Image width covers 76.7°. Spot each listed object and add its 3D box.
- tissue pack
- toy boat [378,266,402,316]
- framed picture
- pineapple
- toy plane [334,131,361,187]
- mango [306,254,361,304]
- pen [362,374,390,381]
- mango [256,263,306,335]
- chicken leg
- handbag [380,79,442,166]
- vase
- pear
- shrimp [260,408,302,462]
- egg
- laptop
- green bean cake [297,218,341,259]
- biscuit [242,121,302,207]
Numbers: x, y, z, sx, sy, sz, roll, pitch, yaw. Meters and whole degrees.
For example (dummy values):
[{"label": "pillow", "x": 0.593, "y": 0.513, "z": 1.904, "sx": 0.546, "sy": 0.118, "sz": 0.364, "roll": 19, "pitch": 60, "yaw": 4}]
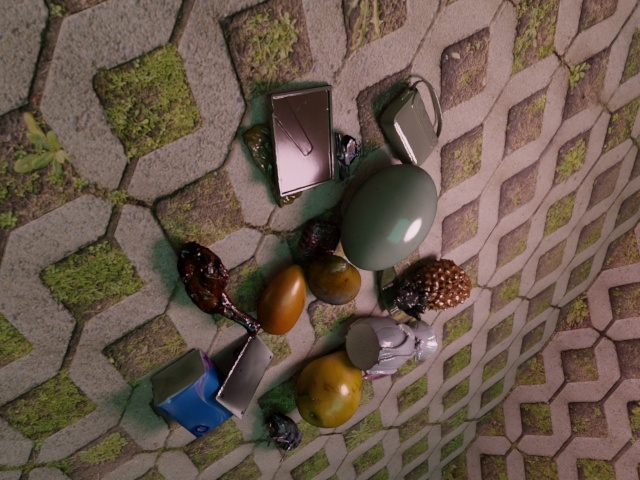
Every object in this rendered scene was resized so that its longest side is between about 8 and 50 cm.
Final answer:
[{"label": "tissue pack", "x": -0.430, "y": 0.541, "z": 1.425, "sx": 0.198, "sy": 0.146, "sz": 0.264, "roll": -32, "pitch": 130, "yaw": -9}, {"label": "toy boat", "x": 0.291, "y": 0.200, "z": 1.704, "sx": 0.093, "sy": 0.055, "sz": 0.293, "roll": -27, "pitch": 130, "yaw": -13}, {"label": "framed picture", "x": -0.047, "y": -0.286, "z": 1.176, "sx": 0.211, "sy": 0.020, "sz": 0.290, "roll": -22, "pitch": 124, "yaw": -31}, {"label": "pineapple", "x": 0.435, "y": 0.219, "z": 1.685, "sx": 0.356, "sy": 0.223, "sz": 0.223, "roll": -20, "pitch": 127, "yaw": -24}, {"label": "toy plane", "x": 0.084, "y": -0.260, "z": 1.286, "sx": 0.078, "sy": 0.053, "sz": 0.197, "roll": -26, "pitch": 135, "yaw": -23}, {"label": "mango", "x": 0.047, "y": 0.135, "z": 1.410, "sx": 0.192, "sy": 0.146, "sz": 0.316, "roll": -1, "pitch": 156, "yaw": 5}, {"label": "pen", "x": 0.281, "y": 0.666, "z": 2.007, "sx": 0.197, "sy": 0.032, "sz": 0.053, "roll": -3, "pitch": 120, "yaw": -31}, {"label": "mango", "x": -0.125, "y": 0.199, "z": 1.400, "sx": 0.187, "sy": 0.138, "sz": 0.257, "roll": -15, "pitch": 132, "yaw": -37}, {"label": "chicken leg", "x": -0.321, "y": 0.163, "z": 1.270, "sx": 0.157, "sy": 0.096, "sz": 0.407, "roll": -16, "pitch": 124, "yaw": 17}, {"label": "handbag", "x": 0.320, "y": -0.390, "z": 1.343, "sx": 0.219, "sy": 0.079, "sz": 0.256, "roll": -48, "pitch": 132, "yaw": -10}, {"label": "vase", "x": 0.319, "y": 0.441, "z": 1.753, "sx": 0.445, "sy": 0.250, "sz": 0.250, "roll": 8, "pitch": 114, "yaw": -43}, {"label": "pear", "x": 0.042, "y": 0.618, "z": 1.705, "sx": 0.285, "sy": 0.284, "sz": 0.336, "roll": -65, "pitch": 168, "yaw": 17}, {"label": "shrimp", "x": -0.166, "y": 0.851, "z": 1.765, "sx": 0.137, "sy": 0.172, "sz": 0.372, "roll": -34, "pitch": 138, "yaw": -1}, {"label": "egg", "x": 0.224, "y": -0.075, "z": 1.343, "sx": 0.276, "sy": 0.276, "sz": 0.389, "roll": 36, "pitch": 92, "yaw": -41}, {"label": "laptop", "x": -0.269, "y": 0.491, "z": 1.478, "sx": 0.269, "sy": 0.015, "sz": 0.188, "roll": -62, "pitch": 142, "yaw": -33}, {"label": "green bean cake", "x": 0.000, "y": 0.000, "z": 1.402, "sx": 0.135, "sy": 0.056, "sz": 0.135, "roll": 8, "pitch": 115, "yaw": -35}, {"label": "biscuit", "x": -0.101, "y": -0.240, "z": 1.202, "sx": 0.187, "sy": 0.036, "sz": 0.274, "roll": -38, "pitch": 130, "yaw": -11}]
